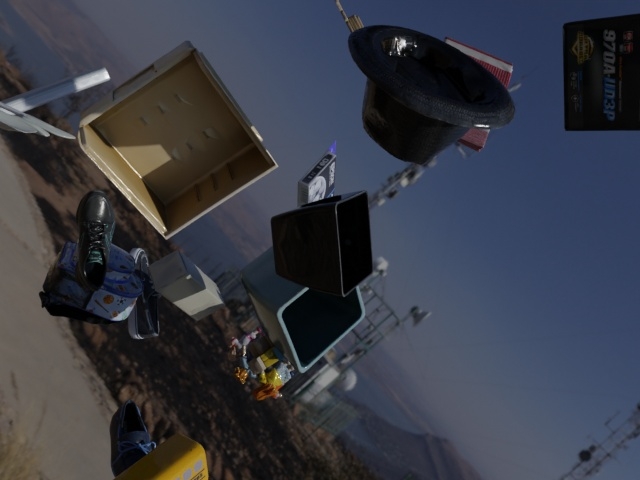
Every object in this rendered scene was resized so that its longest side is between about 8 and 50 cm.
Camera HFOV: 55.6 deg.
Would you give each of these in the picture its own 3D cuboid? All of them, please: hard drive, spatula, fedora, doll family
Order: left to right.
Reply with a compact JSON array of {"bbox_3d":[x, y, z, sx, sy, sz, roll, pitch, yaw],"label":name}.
[{"bbox_3d":[-0.542,-0.220,0.986,0.242,0.019,0.168,26,13,3],"label":"spatula"},{"bbox_3d":[-0.754,-0.399,1.661,0.203,0.307,0.040,13,-52,51],"label":"hard drive"},{"bbox_3d":[-0.191,0.410,1.941,0.263,0.163,0.118,55,-24,-11],"label":"doll family"},{"bbox_3d":[0.168,-0.237,1.047,0.333,0.153,0.334,15,37,-11],"label":"fedora"}]

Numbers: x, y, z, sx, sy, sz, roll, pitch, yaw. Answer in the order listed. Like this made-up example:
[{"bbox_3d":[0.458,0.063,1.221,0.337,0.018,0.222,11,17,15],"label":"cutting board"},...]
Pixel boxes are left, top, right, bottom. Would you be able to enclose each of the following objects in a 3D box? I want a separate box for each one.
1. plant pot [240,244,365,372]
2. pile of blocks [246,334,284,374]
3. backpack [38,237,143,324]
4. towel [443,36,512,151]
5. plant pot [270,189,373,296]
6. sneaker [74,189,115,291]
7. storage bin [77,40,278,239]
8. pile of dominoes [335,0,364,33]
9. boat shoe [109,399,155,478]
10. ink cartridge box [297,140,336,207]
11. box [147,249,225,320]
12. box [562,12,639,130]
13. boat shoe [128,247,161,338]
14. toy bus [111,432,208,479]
[{"bbox_3d":[-0.071,0.140,1.598,0.252,0.247,0.248,28,-33,40],"label":"plant pot"},{"bbox_3d":[-0.073,0.260,1.832,0.113,0.362,0.149,59,-24,-1],"label":"pile of blocks"},{"bbox_3d":[-0.664,0.116,1.819,0.263,0.213,0.276,36,13,-24],"label":"backpack"},{"bbox_3d":[0.420,-0.439,1.807,0.237,0.329,0.037,25,-21,3],"label":"towel"},{"bbox_3d":[0.000,0.000,1.284,0.188,0.166,0.188,-28,116,-62],"label":"plant pot"},{"bbox_3d":[-0.580,0.004,1.580,0.101,0.268,0.106,0,8,-29],"label":"sneaker"},{"bbox_3d":[-0.266,-0.188,1.141,0.260,0.262,0.123,54,6,-37],"label":"storage bin"},{"bbox_3d":[0.086,-0.574,1.587,0.196,0.040,0.251,62,11,-9],"label":"pile of dominoes"},{"bbox_3d":[-0.465,0.496,1.477,0.109,0.089,0.258,11,25,-41],"label":"boat shoe"},{"bbox_3d":[0.003,-0.153,1.773,0.045,0.208,0.206,25,-36,18],"label":"ink cartridge box"},{"bbox_3d":[-0.399,0.141,1.832,0.094,0.113,0.275,61,-1,30],"label":"box"},{"bbox_3d":[0.580,-0.331,1.212,0.175,0.051,0.220,10,-65,42],"label":"box"},{"bbox_3d":[-0.577,0.172,2.012,0.108,0.102,0.302,45,40,-74],"label":"boat shoe"},{"bbox_3d":[-0.389,0.559,1.272,0.108,0.332,0.130,14,-63,33],"label":"toy bus"}]
